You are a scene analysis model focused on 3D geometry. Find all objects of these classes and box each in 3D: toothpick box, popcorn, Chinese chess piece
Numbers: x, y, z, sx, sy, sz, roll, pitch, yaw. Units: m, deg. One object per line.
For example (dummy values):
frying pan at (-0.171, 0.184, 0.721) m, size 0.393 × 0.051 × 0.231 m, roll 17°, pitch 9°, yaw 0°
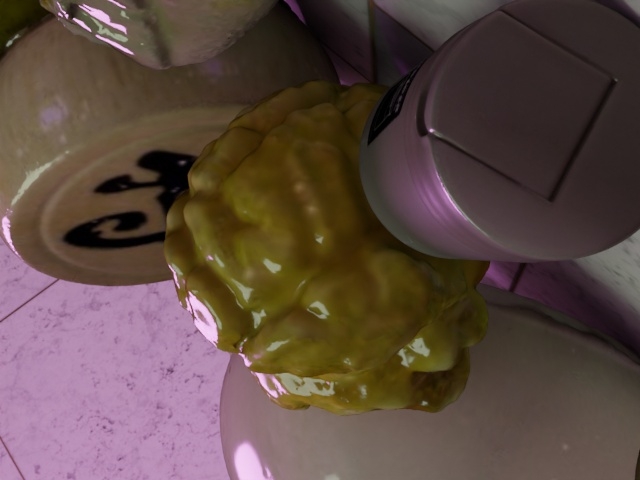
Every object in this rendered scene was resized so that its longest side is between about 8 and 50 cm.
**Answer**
toothpick box at (0.085, -0.044, 0.636) m, size 0.111 × 0.111 × 0.180 m, roll 43°, pitch 174°, yaw -5°
popcorn at (0.010, 0.011, 0.824) m, size 0.200 × 0.203 × 0.226 m, roll 21°, pitch -145°, yaw 1°
Chinese chess piece at (-0.107, -0.067, 0.937) m, size 0.257 × 0.257 × 0.104 m, roll 57°, pitch -166°, yaw -63°

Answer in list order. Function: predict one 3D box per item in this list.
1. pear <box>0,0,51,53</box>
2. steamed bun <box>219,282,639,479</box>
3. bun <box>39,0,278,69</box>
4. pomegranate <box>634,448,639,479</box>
pear at (-0.262, -0.211, 0.978) m, size 0.307 × 0.253 × 0.253 m, roll 30°, pitch 175°, yaw -11°
steamed bun at (0.093, 0.184, 1.059) m, size 0.374 × 0.241 × 0.374 m, roll 16°, pitch 160°, yaw 6°
bun at (-0.121, -0.192, 0.722) m, size 0.239 × 0.141 × 0.239 m, roll 44°, pitch 171°, yaw 9°
pomegranate at (0.227, 0.102, 0.599) m, size 0.180 × 0.180 × 0.210 m, roll 34°, pitch 140°, yaw 48°
